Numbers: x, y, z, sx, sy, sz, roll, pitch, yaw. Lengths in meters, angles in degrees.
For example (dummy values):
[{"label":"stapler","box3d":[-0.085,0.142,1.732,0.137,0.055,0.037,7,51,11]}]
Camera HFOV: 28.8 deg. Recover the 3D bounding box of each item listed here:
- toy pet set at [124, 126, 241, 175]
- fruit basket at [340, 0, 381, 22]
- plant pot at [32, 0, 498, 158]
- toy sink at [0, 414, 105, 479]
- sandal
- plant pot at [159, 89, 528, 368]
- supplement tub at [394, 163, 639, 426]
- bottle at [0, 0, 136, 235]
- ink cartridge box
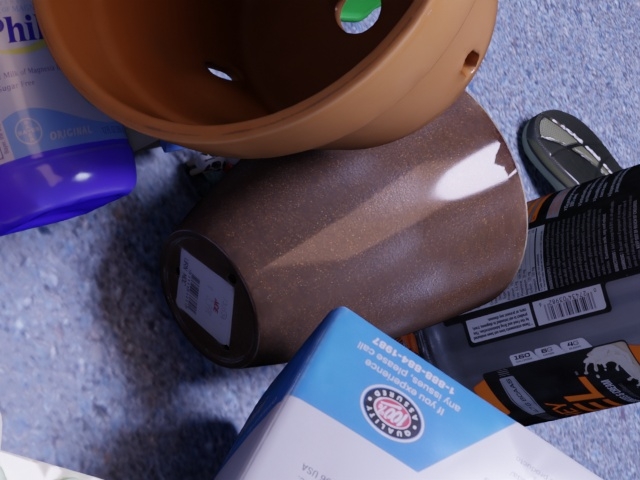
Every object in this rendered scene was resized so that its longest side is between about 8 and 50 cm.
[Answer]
[{"label":"toy pet set","box3d":[-0.097,-0.112,0.959,0.114,0.065,0.122,-19,88,-53]},{"label":"fruit basket","box3d":[-0.058,-0.356,1.085,0.327,0.165,0.353,-13,68,-53]},{"label":"plant pot","box3d":[-0.008,-0.179,0.800,0.203,0.291,0.291,22,56,-63]},{"label":"toy sink","box3d":[-0.183,0.179,0.579,0.131,0.234,0.153,27,53,-41]},{"label":"sandal","box3d":[0.331,-0.018,1.443,0.303,0.086,0.120,52,44,1]},{"label":"plant pot","box3d":[0.000,0.000,0.942,0.230,0.215,0.215,-28,96,-37]},{"label":"supplement tub","box3d":[0.225,0.051,1.077,0.193,0.316,0.193,24,57,-43]},{"label":"bottle","box3d":[-0.213,-0.148,0.808,0.118,0.092,0.283,-17,87,-52]},{"label":"ink cartridge box","box3d":[0.022,0.282,0.754,0.285,0.166,0.395,34,47,-3]}]
